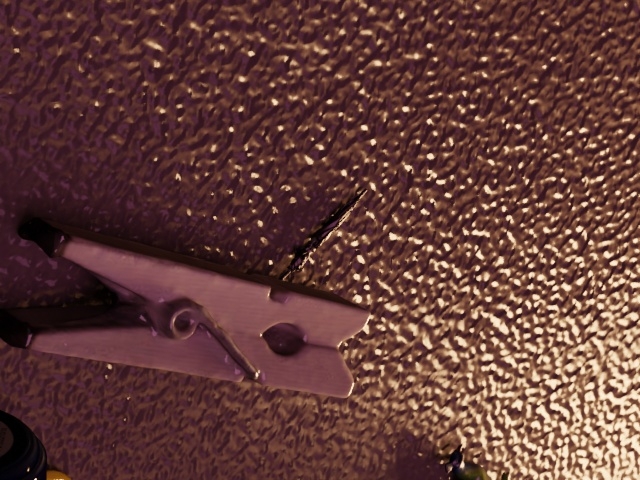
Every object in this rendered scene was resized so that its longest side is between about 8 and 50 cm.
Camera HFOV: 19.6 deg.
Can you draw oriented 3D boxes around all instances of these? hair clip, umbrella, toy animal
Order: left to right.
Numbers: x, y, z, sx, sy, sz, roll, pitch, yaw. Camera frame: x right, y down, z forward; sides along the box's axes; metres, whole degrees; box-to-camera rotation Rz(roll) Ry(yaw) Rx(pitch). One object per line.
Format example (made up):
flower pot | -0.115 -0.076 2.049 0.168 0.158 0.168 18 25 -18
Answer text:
hair clip | -0.105 0.064 1.522 0.330 0.085 0.101 15 91 -35
umbrella | -0.001 -0.001 1.619 0.122 0.013 0.022 -50 147 -3
toy animal | 0.173 0.282 1.880 0.075 0.041 0.217 -32 132 -19

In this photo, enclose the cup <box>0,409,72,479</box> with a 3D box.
cup | -0.296 0.252 1.464 0.178 0.255 0.256 8 109 0
